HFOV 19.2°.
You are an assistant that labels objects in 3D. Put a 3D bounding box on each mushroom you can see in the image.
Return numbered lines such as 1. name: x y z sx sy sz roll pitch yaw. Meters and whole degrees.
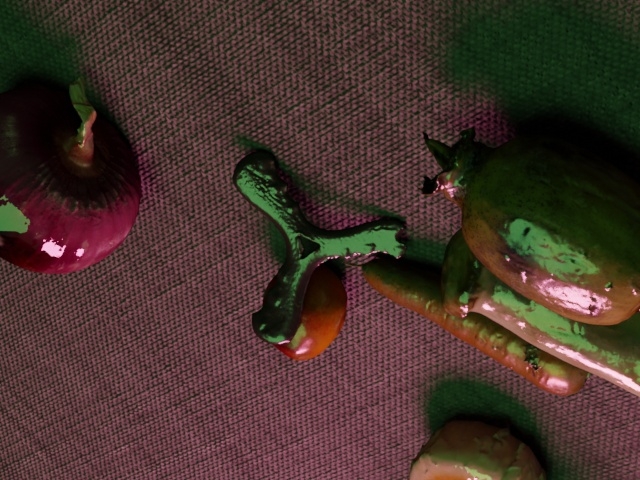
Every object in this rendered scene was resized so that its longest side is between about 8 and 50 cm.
1. mushroom: 0.276 0.081 1.894 0.333 0.087 0.107 24 103 3

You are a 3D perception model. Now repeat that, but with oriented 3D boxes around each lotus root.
1. lotus root: 0.209 -0.025 1.791 0.278 0.154 0.154 33 140 4

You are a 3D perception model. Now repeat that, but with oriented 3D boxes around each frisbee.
1. frisbee: 0.000 0.000 2.009 0.187 0.012 0.211 -9 98 14

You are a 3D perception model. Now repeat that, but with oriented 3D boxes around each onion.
1. onion: -0.307 -0.056 2.074 0.201 0.200 0.207 -1 135 33

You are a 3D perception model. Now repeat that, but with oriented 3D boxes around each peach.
1. peach: -0.019 0.079 2.077 0.101 0.100 0.100 18 137 17

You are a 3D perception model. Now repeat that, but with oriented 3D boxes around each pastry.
1. pastry: 0.180 0.274 2.154 0.166 0.088 0.165 19 139 17

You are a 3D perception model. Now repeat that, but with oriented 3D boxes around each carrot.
1. carrot: 0.151 0.077 1.997 0.298 0.078 0.078 24 139 17
